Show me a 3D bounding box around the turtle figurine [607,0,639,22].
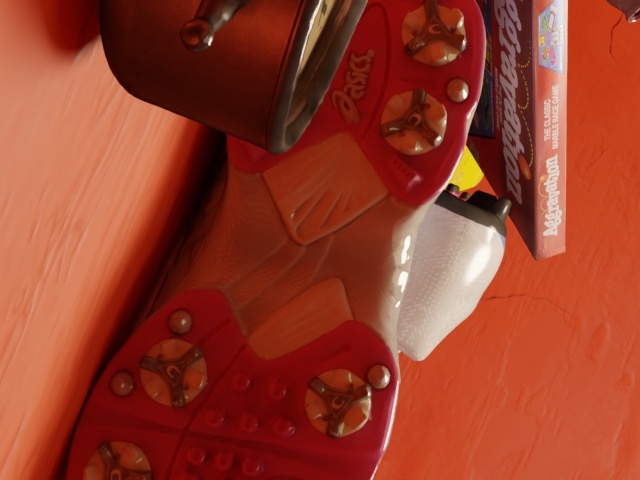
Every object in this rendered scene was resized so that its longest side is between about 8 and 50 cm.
[{"bbox_3d":[0.266,-0.263,1.401,0.274,0.266,0.198,-56,152,-18],"label":"turtle figurine"}]

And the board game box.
[{"bbox_3d":[0.126,-0.128,1.180,0.281,0.027,0.145,82,-15,-48],"label":"board game box"}]

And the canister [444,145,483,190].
[{"bbox_3d":[0.110,-0.132,1.431,0.073,0.126,0.170,-16,153,-22],"label":"canister"}]

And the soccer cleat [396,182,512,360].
[{"bbox_3d":[0.053,0.010,1.325,0.143,0.116,0.331,-64,-174,1],"label":"soccer cleat"}]

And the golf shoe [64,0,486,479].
[{"bbox_3d":[-0.016,0.032,0.724,0.140,0.115,0.306,106,8,-82],"label":"golf shoe"}]

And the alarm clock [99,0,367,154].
[{"bbox_3d":[-0.010,-0.090,0.465,0.192,0.064,0.129,33,79,-83],"label":"alarm clock"}]
